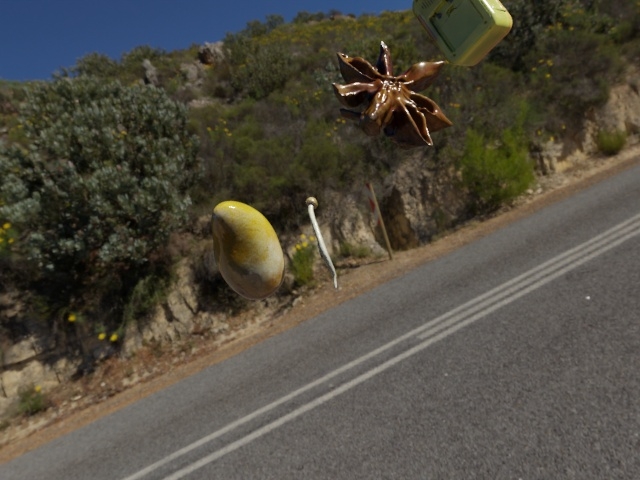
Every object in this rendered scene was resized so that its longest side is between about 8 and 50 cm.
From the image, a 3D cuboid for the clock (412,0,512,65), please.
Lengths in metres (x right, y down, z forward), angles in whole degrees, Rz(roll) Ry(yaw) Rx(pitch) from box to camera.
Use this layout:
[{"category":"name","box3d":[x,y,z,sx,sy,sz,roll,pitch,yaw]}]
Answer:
[{"category":"clock","box3d":[0.316,-0.510,0.986,0.096,0.202,0.143,-19,-16,-38]}]

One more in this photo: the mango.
[{"category":"mango","box3d":[-0.245,0.031,1.444,0.221,0.384,0.199,-26,32,-3]}]

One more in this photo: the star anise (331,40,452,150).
[{"category":"star anise","box3d":[0.111,-0.219,0.685,0.196,0.212,0.111,-11,-39,-8]}]

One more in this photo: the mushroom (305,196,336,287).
[{"category":"mushroom","box3d":[0.002,-0.001,1.359,0.043,0.306,0.068,-29,-24,33]}]
